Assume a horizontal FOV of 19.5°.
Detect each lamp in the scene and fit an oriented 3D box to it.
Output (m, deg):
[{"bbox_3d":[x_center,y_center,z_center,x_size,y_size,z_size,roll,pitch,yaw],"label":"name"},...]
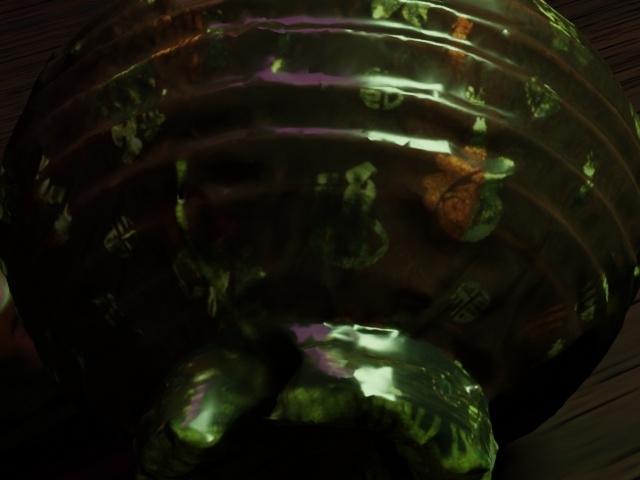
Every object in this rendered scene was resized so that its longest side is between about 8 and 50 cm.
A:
[{"bbox_3d":[0.000,0.000,0.664,0.247,0.247,0.247,-6,21,2],"label":"lamp"}]

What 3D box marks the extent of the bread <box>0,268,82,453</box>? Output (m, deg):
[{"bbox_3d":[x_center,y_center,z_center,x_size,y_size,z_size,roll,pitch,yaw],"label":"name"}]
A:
[{"bbox_3d":[-0.133,0.040,0.784,0.269,0.098,0.087,-26,66,-40],"label":"bread"}]
